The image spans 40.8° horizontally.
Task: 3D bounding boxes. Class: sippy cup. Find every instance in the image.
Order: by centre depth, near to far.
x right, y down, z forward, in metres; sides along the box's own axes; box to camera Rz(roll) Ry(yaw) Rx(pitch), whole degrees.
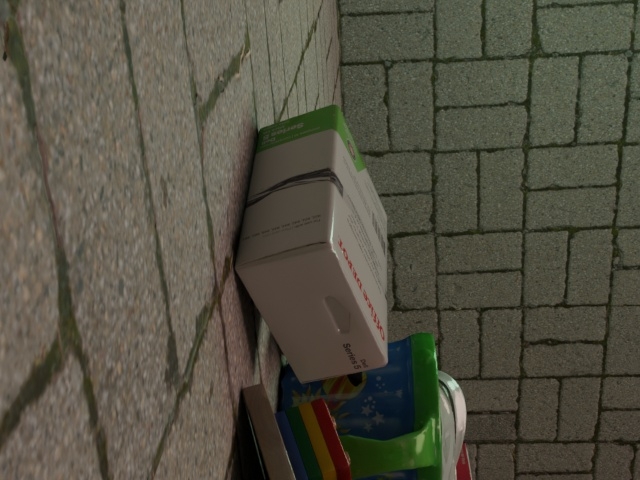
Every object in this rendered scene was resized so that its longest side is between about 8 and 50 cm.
[{"bbox_3d":[0.058,0.254,1.252,0.305,0.224,0.240,80,8,-61],"label":"sippy cup"}]

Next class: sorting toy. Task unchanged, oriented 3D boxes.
[{"bbox_3d":[0.007,0.316,0.927,0.257,0.089,0.255,84,-14,-46],"label":"sorting toy"}]

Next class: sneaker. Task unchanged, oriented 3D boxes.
[{"bbox_3d":[0.148,0.452,1.453,0.257,0.169,0.448,6,80,-63],"label":"sneaker"}]

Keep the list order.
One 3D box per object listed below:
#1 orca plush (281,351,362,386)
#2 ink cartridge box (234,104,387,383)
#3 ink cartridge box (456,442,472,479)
[{"bbox_3d":[-0.006,0.138,1.238,0.102,0.151,0.287,-55,-151,8],"label":"orca plush"},{"bbox_3d":[0.000,0.000,1.029,0.273,0.114,0.198,-85,155,-51],"label":"ink cartridge box"},{"bbox_3d":[0.145,0.525,1.711,0.131,0.306,0.226,-86,173,-53],"label":"ink cartridge box"}]
